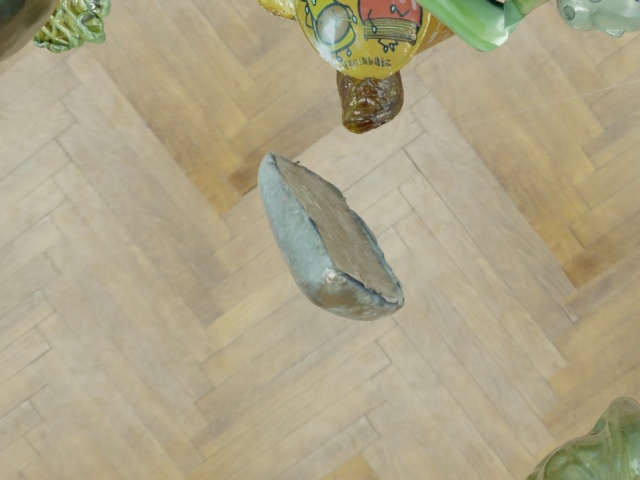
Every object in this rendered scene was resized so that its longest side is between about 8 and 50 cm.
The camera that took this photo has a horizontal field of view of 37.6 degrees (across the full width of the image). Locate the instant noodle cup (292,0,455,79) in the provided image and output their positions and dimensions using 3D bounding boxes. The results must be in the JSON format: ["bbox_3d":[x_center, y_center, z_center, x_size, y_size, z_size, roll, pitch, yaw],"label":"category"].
[{"bbox_3d":[0.093,-0.304,1.059,0.215,0.172,0.216,24,126,39],"label":"instant noodle cup"}]

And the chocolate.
[{"bbox_3d":[0.000,0.000,1.349,0.185,0.303,0.100,24,119,-42],"label":"chocolate"}]

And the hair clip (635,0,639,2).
[{"bbox_3d":[0.243,-0.056,0.326,0.278,0.137,0.090,43,111,36],"label":"hair clip"}]

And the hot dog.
[{"bbox_3d":[0.068,-0.220,1.368,0.099,0.065,0.147,-21,59,23],"label":"hot dog"}]

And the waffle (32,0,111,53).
[{"bbox_3d":[-0.352,-0.361,1.270,0.207,0.054,0.214,10,97,40],"label":"waffle"}]

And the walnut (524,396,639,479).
[{"bbox_3d":[0.328,0.284,0.899,0.282,0.277,0.253,-45,72,11],"label":"walnut"}]

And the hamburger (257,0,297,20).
[{"bbox_3d":[-0.019,-0.343,1.247,0.164,0.189,0.093,-9,123,-21],"label":"hamburger"}]

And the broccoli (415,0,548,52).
[{"bbox_3d":[0.024,-0.209,0.366,0.307,0.308,0.275,-34,87,7],"label":"broccoli"}]

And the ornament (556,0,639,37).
[{"bbox_3d":[0.328,-0.253,0.986,0.156,0.075,0.081,0,88,8],"label":"ornament"}]

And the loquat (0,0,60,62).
[{"bbox_3d":[-0.217,-0.181,0.513,0.179,0.227,0.179,-9,117,-18],"label":"loquat"}]
